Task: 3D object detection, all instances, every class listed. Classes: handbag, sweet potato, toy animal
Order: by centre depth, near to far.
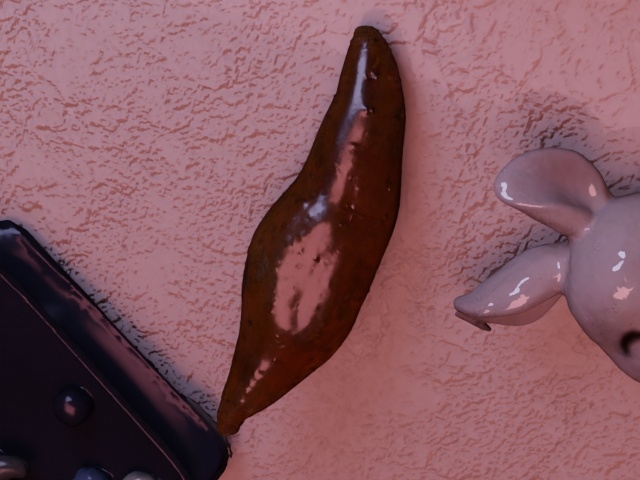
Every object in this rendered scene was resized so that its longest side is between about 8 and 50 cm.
[{"bbox_3d":[0.276,0.054,1.012,0.325,0.154,0.209,22,125,11],"label":"toy animal"},{"bbox_3d":[0.000,0.005,1.068,0.112,0.112,0.359,25,99,-1],"label":"sweet potato"},{"bbox_3d":[-0.279,0.174,1.190,0.269,0.118,0.326,-41,94,27],"label":"handbag"}]
